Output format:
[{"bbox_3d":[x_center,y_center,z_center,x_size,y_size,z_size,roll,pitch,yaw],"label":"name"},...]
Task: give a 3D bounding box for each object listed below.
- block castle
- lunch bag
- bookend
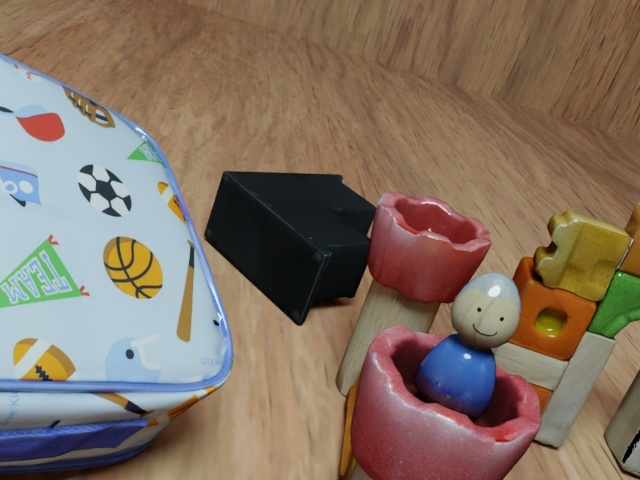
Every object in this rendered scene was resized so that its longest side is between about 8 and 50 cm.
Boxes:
[{"bbox_3d":[0.234,0.119,0.481,0.453,0.212,0.303,18,22,-2],"label":"block castle"},{"bbox_3d":[-0.194,0.009,0.397,0.303,0.115,0.243,13,47,-50],"label":"lunch bag"},{"bbox_3d":[0.000,0.000,0.749,0.157,0.072,0.156,-4,33,-44],"label":"bookend"}]
